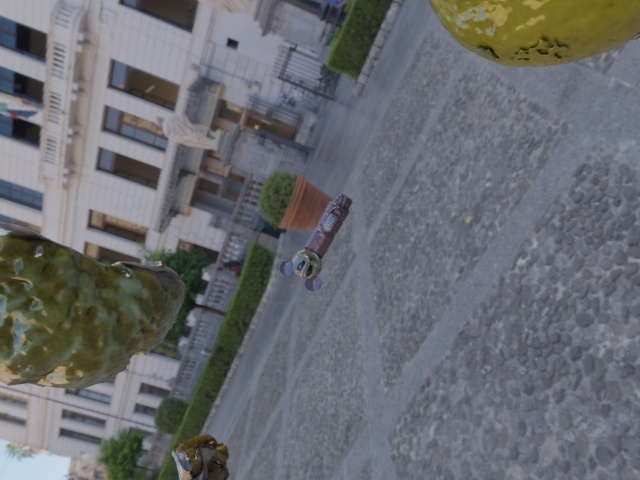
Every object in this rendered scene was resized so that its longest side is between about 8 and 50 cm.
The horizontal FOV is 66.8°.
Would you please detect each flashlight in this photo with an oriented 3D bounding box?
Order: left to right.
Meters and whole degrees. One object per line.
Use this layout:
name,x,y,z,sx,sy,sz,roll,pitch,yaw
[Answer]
flashlight,0.000,0.000,0.520,0.110,0.052,0.031,-60,0,8

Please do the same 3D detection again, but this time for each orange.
orange,-0.369,0.095,0.669,0.270,0.368,0.211,-9,67,43

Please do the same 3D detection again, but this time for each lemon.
lemon,0.276,-0.399,0.566,0.350,0.349,0.387,-80,-27,-44

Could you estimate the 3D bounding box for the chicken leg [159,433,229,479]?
chicken leg,-0.090,0.238,0.317,0.085,0.101,0.208,23,-117,-71
